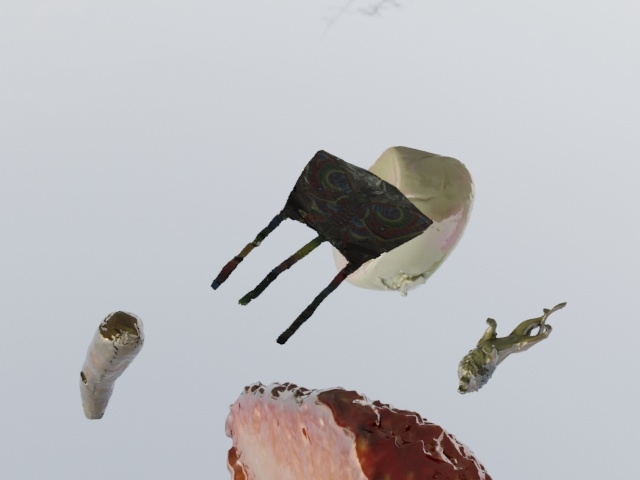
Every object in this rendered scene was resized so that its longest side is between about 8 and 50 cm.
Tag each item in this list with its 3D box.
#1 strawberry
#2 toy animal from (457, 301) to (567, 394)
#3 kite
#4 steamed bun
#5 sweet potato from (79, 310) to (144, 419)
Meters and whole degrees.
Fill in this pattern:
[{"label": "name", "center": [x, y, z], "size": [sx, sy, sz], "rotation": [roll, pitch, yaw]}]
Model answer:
[{"label": "strawberry", "center": [0.038, 0.153, 0.644], "size": [0.107, 0.175, 0.236], "rotation": [1, -133, -26]}, {"label": "toy animal", "center": [0.292, 0.156, 1.811], "size": [0.220, 0.086, 0.069], "rotation": [-35, -138, 8]}, {"label": "kite", "center": [0.000, 0.000, 1.176], "size": [0.152, 0.015, 0.285], "rotation": [33, -136, 11]}, {"label": "steamed bun", "center": [0.128, -0.015, 1.717], "size": [0.170, 0.238, 0.152], "rotation": [9, -137, -27]}, {"label": "sweet potato", "center": [-0.319, 0.184, 1.715], "size": [0.075, 0.273, 0.075], "rotation": [14, -129, -17]}]
